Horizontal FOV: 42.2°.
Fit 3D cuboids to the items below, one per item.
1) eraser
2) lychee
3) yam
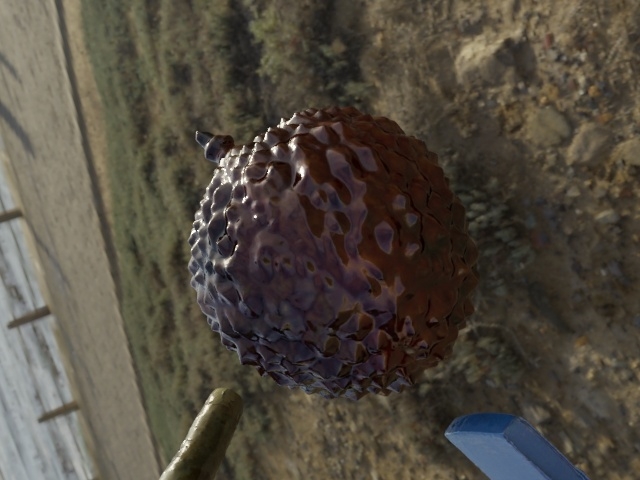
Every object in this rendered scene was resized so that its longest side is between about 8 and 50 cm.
[{"bbox_3d":[0.308,0.335,1.074,0.312,0.042,0.144,44,156,-9],"label":"eraser"},{"bbox_3d":[0.000,0.000,1.217,0.500,0.424,0.424,47,151,4],"label":"lychee"},{"bbox_3d":[-0.185,0.328,1.232,0.071,0.317,0.067,23,120,1],"label":"yam"}]
